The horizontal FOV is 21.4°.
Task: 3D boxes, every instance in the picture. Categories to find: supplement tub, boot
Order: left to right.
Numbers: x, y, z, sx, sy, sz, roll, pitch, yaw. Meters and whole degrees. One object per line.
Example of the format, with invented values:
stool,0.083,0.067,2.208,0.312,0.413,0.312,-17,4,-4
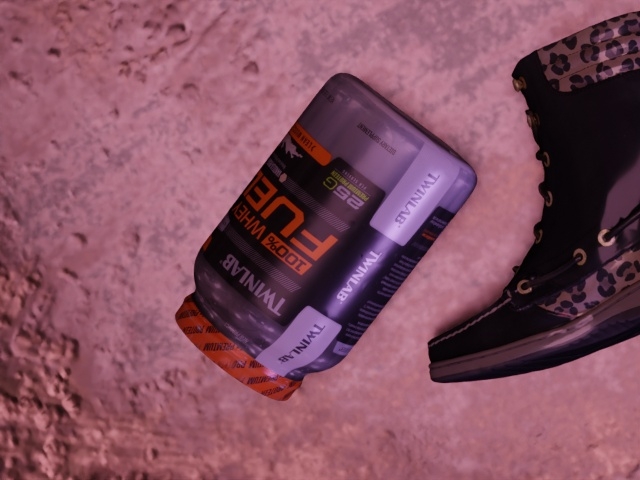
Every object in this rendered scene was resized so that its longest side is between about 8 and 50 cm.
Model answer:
supplement tub,0.000,0.000,1.066,0.117,0.117,0.190,37,97,4
boot,0.149,-0.020,1.059,0.236,0.085,0.178,-26,75,31
